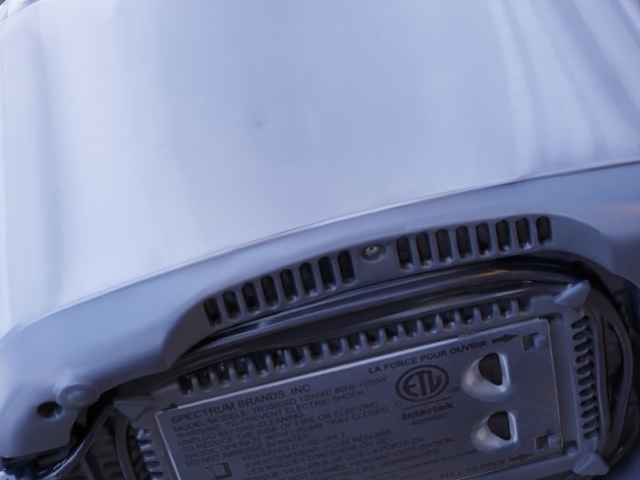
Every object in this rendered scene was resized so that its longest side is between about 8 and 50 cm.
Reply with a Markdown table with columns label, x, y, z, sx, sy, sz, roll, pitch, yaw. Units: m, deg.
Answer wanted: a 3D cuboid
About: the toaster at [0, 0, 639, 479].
| label | x | y | z | sx | sy | sz | roll | pitch | yaw |
| --- | --- | --- | --- | --- | --- | --- | --- | --- | --- |
| toaster | 0.000 | 0.000 | 0.499 | 0.129 | 0.227 | 0.146 | 74 | -179 | -46 |
